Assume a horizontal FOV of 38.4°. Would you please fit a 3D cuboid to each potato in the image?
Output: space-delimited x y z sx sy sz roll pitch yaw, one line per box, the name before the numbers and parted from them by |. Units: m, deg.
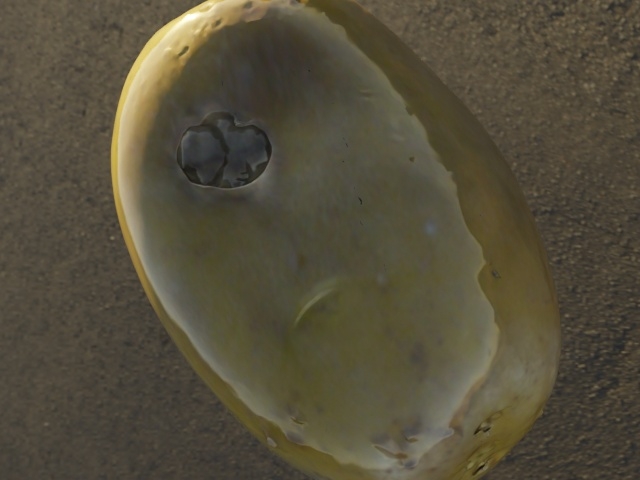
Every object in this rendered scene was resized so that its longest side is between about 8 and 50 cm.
potato | 0.000 0.000 0.392 0.150 0.146 0.234 -28 72 -11
